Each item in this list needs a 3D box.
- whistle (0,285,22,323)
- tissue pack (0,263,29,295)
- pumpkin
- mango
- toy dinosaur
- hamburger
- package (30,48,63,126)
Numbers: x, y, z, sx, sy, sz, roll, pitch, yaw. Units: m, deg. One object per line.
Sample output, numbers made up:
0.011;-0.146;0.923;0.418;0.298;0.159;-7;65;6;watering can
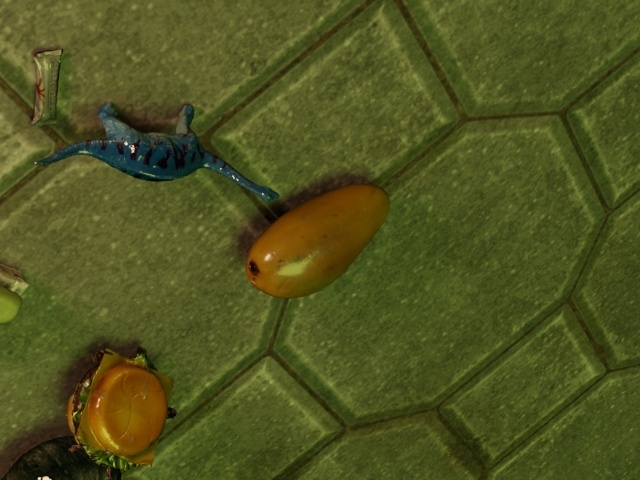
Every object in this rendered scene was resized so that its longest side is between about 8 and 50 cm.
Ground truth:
-0.504;0.056;1.717;0.288;0.106;0.131;16;111;-41;whistle
-0.438;0.071;1.837;0.083;0.042;0.062;-49;141;12;tissue pack
-0.392;0.395;2.096;0.212;0.152;0.211;-30;150;-20;pumpkin
0.000;0.000;2.061;0.253;0.113;0.138;-33;137;-18;mango
-0.217;-0.115;1.779;0.329;0.144;0.076;9;126;-28;toy dinosaur
-0.301;0.247;2.048;0.164;0.093;0.189;43;62;-32;hamburger
-0.336;-0.185;1.694;0.037;0.015;0.110;-12;132;-29;package
